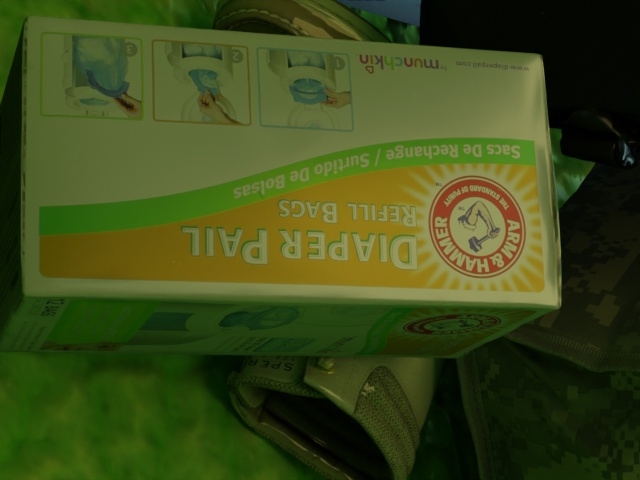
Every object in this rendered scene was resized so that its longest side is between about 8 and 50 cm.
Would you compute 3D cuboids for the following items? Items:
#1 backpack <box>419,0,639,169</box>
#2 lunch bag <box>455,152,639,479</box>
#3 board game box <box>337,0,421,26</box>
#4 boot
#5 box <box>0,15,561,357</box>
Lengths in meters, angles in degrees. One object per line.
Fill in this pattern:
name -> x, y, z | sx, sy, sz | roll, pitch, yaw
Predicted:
backpack -> 0.242, -0.161, 0.770 | 0.355, 0.290, 0.273 | -1, 94, -61
lunch bag -> 0.194, 0.114, 0.813 | 0.235, 0.169, 0.287 | -43, 134, -45
board game box -> 0.097, -0.270, 0.905 | 0.318, 0.066, 0.318 | 9, 72, -45
boot -> 0.000, 0.000, 0.723 | 0.213, 0.077, 0.165 | 50, 50, -24
box -> -0.021, -0.014, 0.615 | 0.203, 0.114, 0.103 | 2, 75, -17
